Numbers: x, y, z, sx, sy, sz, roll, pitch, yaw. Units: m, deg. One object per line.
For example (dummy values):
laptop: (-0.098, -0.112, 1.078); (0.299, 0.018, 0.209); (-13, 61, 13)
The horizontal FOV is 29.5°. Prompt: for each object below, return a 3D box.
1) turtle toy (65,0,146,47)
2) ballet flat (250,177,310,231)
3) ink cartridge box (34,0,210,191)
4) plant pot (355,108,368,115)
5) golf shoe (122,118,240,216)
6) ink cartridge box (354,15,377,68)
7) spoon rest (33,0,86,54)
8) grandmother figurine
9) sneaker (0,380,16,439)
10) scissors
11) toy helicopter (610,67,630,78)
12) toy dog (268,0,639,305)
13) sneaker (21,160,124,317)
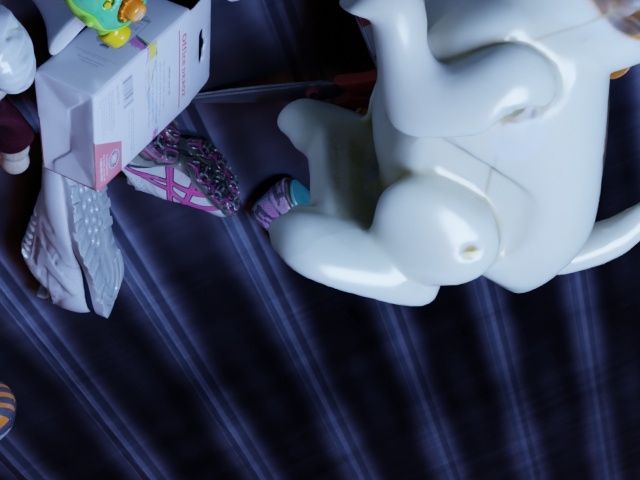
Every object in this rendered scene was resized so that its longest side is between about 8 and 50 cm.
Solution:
turtle toy: (-0.174, -0.231, 1.014); (0.066, 0.130, 0.095); (-13, 144, 38)
ballet flat: (0.000, 0.000, 1.438); (0.079, 0.076, 0.221); (-26, 138, 30)
ink cartridge box: (-0.179, -0.153, 1.135); (0.198, 0.067, 0.115); (-52, 159, -41)
plant pot: (0.088, -0.092, 1.348); (0.134, 0.134, 0.095); (-12, 165, -15)
golf shoe: (-0.159, -0.076, 1.282); (0.086, 0.067, 0.186); (-19, 142, 29)
ink cartridge box: (0.089, -0.228, 1.243); (0.099, 0.056, 0.135); (-25, 140, 2)
spoon rest: (-0.310, -0.267, 1.000); (0.137, 0.084, 0.276); (-41, 124, 15)
grandmother figurine: (-0.347, -0.094, 1.064); (0.208, 0.104, 0.342); (3, 152, -40)
sneaker: (-0.481, 0.155, 1.310); (0.321, 0.124, 0.180); (0, 134, -27)
scissors: (0.012, -0.162, 1.246); (0.297, 0.021, 0.109); (7, 142, -10)
toy helicopter: (0.273, -0.239, 1.300); (0.235, 0.140, 0.355); (-5, 147, -35)
toy dog: (0.176, -0.147, 1.045); (0.395, 0.284, 0.408); (25, 123, -6)
sneaker: (-0.272, -0.007, 1.271); (0.095, 0.090, 0.235); (11, 135, 10)
